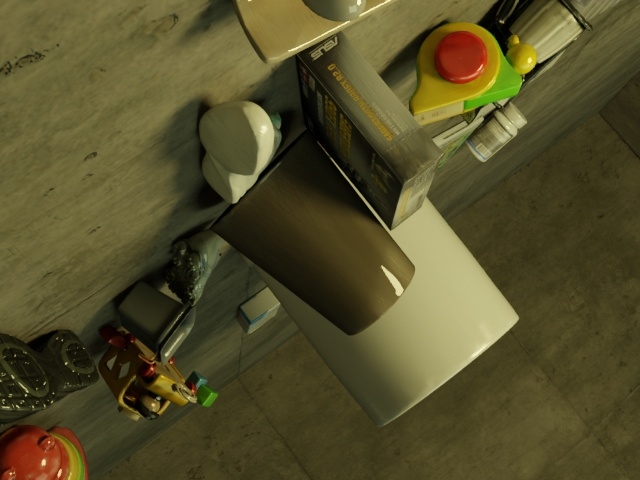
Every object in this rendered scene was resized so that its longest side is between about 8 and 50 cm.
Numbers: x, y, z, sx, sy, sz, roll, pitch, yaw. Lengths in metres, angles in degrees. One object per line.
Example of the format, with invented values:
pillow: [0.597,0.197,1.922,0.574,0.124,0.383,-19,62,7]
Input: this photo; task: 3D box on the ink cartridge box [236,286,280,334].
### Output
ink cartridge box: [-0.146,0.165,1.855,0.088,0.052,0.122,-34,168,-20]

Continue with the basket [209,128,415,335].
basket: [0.000,0.000,1.011,0.204,0.227,0.154,-38,-168,46]

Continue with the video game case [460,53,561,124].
video game case: [0.382,-0.334,1.494,0.232,0.042,0.210,-36,170,-12]

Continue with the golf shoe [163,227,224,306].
golf shoe: [-0.177,0.039,1.161,0.086,0.069,0.176,-39,173,-31]

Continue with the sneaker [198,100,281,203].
sneaker: [-0.074,-0.113,0.844,0.094,0.080,0.212,-42,180,-18]

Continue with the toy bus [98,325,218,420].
toy bus: [-0.279,0.232,1.253,0.104,0.191,0.202,-54,171,-2]

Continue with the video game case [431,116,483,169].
video game case: [0.248,-0.183,1.753,0.193,0.023,0.212,-31,168,-35]

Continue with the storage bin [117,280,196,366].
storage bin: [-0.248,0.122,1.160,0.098,0.091,0.135,-55,176,-22]

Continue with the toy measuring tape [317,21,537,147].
toy measuring tape: [0.126,-0.217,1.065,0.329,0.122,0.121,-16,171,5]

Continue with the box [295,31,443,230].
box: [0.052,-0.118,0.912,0.056,0.183,0.231,-37,171,-5]

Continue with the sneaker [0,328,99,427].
sneaker: [-0.390,0.188,0.986,0.130,0.109,0.286,-33,168,6]

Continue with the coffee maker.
coffee maker: [0.307,-0.295,1.190,0.178,0.120,0.171,-41,170,23]

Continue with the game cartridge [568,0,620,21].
game cartridge: [0.525,-0.491,1.257,0.230,0.068,0.355,-28,167,-27]

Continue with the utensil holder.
utensil holder: [0.102,0.071,1.351,0.327,0.385,0.327,-37,170,-8]

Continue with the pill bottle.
pill bottle: [0.408,-0.254,1.837,0.137,0.078,0.078,-42,169,22]

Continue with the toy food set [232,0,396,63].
toy food set: [0.063,-0.265,0.553,0.219,0.092,0.306,-33,169,-24]

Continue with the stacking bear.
stacking bear: [-0.512,0.411,1.420,0.175,0.164,0.289,-34,165,-22]
